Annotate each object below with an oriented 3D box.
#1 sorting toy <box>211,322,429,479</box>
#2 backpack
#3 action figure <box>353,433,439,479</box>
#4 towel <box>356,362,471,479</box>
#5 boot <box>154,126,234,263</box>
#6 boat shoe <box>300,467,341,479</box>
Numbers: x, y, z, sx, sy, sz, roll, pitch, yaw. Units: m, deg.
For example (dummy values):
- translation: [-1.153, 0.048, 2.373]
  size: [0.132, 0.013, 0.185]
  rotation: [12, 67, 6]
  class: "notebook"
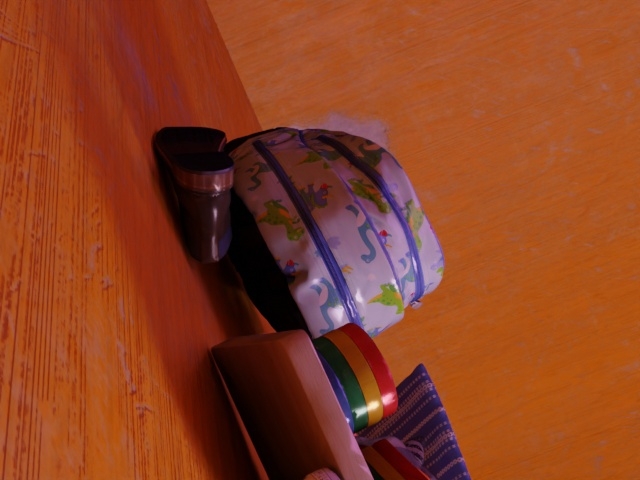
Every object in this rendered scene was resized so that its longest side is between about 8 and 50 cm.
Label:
- translation: [0.020, 0.192, 1.257]
  size: [0.257, 0.089, 0.255]
  rotation: [66, -18, -2]
  class: "sorting toy"
- translation: [0.000, 0.000, 1.622]
  size: [0.355, 0.273, 0.290]
  rotation: [-49, 119, -80]
  class: "backpack"
- translation: [0.056, 0.255, 1.636]
  size: [0.330, 0.178, 0.341]
  rotation: [170, -101, -84]
  class: "action figure"
- translation: [0.121, 0.365, 1.831]
  size: [0.040, 0.243, 0.336]
  rotation: [3, 54, -36]
  class: "towel"
- translation: [-0.136, -0.056, 1.501]
  size: [0.219, 0.082, 0.106]
  rotation: [-116, -154, -69]
  class: "boot"
- translation: [-0.019, 0.268, 1.195]
  size: [0.083, 0.075, 0.226]
  rotation: [52, -22, 35]
  class: "boat shoe"
